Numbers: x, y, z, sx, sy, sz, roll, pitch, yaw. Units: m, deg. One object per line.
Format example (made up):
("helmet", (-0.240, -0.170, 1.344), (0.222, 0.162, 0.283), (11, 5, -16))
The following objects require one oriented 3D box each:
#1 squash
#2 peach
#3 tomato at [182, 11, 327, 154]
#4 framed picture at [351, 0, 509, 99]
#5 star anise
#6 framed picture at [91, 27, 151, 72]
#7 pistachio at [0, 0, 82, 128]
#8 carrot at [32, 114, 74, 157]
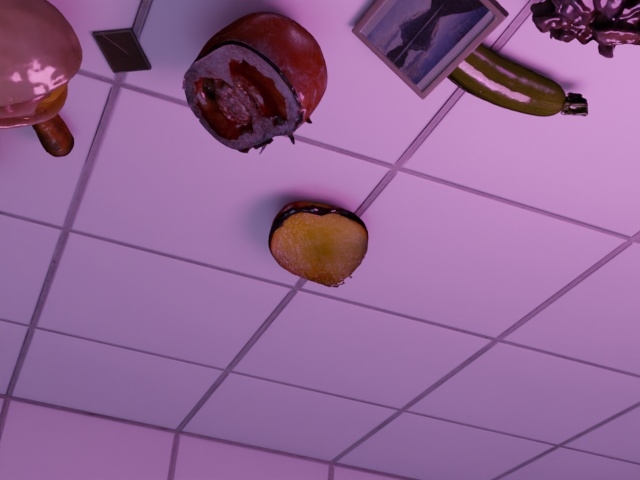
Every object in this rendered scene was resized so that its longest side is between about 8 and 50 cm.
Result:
("squash", (0.256, -0.245, 1.460), (0.318, 0.071, 0.080), (23, 164, -22))
("peach", (0.000, -0.004, 1.891), (0.189, 0.068, 0.279), (-8, 145, 6))
("tomato", (-0.080, -0.244, 1.425), (0.214, 0.155, 0.181), (-10, 128, 47))
("framed picture", (0.146, -0.303, 1.365), (0.150, 0.015, 0.203), (44, 140, -4))
("star anise", (0.392, -0.314, 1.308), (0.220, 0.099, 0.214), (-2, 157, 10))
("framed picture", (-0.307, -0.293, 1.520), (0.066, 0.007, 0.089), (-3, 147, 13))
("pistachio", (-0.503, -0.263, 1.388), (0.308, 0.230, 0.230), (9, 149, -23))
("carrot", (-0.464, -0.204, 1.646), (0.055, 0.055, 0.161), (-4, 140, 15))
